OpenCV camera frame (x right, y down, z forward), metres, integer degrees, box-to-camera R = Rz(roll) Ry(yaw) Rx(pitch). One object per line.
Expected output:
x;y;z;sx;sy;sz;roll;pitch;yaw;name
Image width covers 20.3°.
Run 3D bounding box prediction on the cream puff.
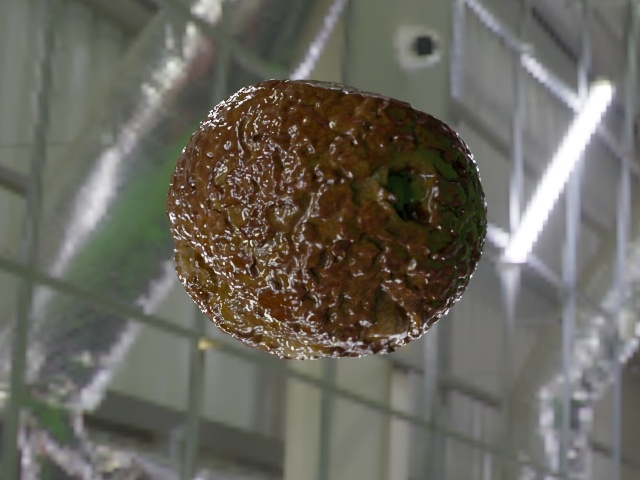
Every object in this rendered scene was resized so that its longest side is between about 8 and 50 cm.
0.000;0.000;1.584;0.303;0.303;0.212;50;-134;-54;cream puff
